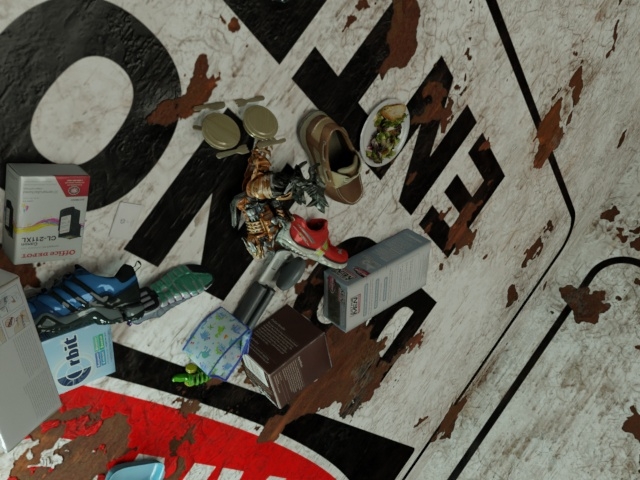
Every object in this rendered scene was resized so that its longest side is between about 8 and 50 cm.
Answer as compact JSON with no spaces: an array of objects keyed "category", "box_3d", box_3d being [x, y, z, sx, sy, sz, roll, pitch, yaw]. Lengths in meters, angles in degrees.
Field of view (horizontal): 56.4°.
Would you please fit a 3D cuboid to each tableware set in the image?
[{"category":"tableware set","box_3d":[-0.180,-0.246,1.321,0.194,0.128,0.039,-21,171,-38]}]

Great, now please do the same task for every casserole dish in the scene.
[{"category":"casserole dish","box_3d":[-0.509,0.642,1.609,0.188,0.037,0.114,12,106,-50]}]

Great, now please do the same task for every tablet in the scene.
[{"category":"tablet","box_3d":[-0.415,-0.041,1.272,0.054,0.006,0.083,8,108,-48]}]

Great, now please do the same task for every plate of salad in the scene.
[{"category":"plate of salad","box_3d":[0.191,-0.300,1.688,0.200,0.048,0.199,-26,132,-33]}]

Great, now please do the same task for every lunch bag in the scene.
[{"category":"lunch bag","box_3d":[-0.258,0.263,1.539,0.151,0.129,0.096,-58,146,-2]}]

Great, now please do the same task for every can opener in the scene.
[{"category":"can opener","box_3d":[-0.150,0.147,1.608,0.280,0.093,0.074,-55,140,6]}]

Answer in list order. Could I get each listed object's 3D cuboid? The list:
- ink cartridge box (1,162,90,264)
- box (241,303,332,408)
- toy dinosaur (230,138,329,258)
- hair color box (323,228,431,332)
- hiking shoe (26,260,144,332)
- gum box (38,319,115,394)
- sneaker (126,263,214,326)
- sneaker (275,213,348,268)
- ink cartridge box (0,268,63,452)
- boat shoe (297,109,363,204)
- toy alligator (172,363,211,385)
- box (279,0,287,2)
[{"category":"ink cartridge box","box_3d":[-0.512,-0.051,1.114,0.128,0.072,0.175,-7,119,-44]},{"category":"box","box_3d":[-0.104,0.330,1.711,0.203,0.168,0.167,-34,135,-25]},{"category":"toy dinosaur","box_3d":[-0.110,-0.118,1.431,0.219,0.164,0.321,-6,127,-26]},{"category":"hair color box","box_3d":[0.184,0.121,1.912,0.375,0.114,0.185,-26,131,-33]},{"category":"hiking shoe","box_3d":[-0.519,0.117,1.219,0.304,0.113,0.131,-4,84,-34]},{"category":"gum box","box_3d":[-0.549,0.253,1.303,0.184,0.041,0.156,-20,129,-37]},{"category":"sneaker","box_3d":[-0.358,0.128,1.411,0.224,0.083,0.098,-23,158,-38]},{"category":"sneaker","box_3d":[0.000,0.000,1.652,0.279,0.107,0.118,23,92,-51]},{"category":"ink cartridge box","box_3d":[-0.628,0.177,1.041,0.130,0.272,0.309,-47,146,-48]},{"category":"boat shoe","box_3d":[0.046,-0.194,1.556,0.123,0.116,0.324,-48,140,-10]},{"category":"toy alligator","box_3d":[-0.306,0.356,1.613,0.190,0.051,0.056,-11,123,-41]},{"category":"box","box_3d":[-0.019,-0.682,1.199,0.293,0.073,0.295,-39,137,-22]}]
